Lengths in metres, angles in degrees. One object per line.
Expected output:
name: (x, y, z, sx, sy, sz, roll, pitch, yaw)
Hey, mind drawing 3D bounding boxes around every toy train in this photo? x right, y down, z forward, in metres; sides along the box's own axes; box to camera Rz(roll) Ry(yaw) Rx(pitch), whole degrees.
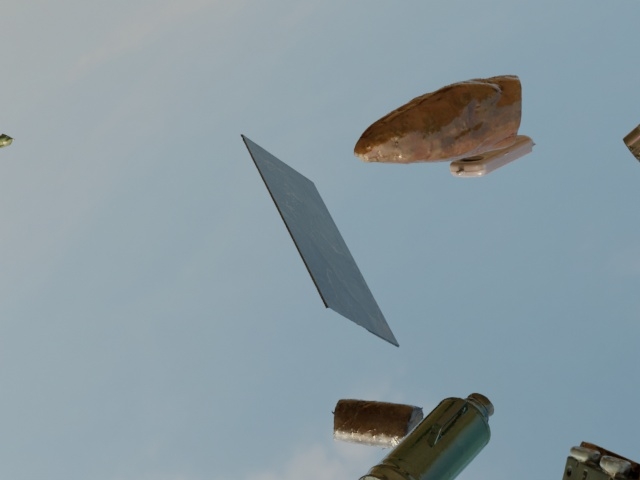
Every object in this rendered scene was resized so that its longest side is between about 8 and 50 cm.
toy train: (0.413, 0.340, 1.796, 0.219, 0.127, 0.089, -169, -88, -71)

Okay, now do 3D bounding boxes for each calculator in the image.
calculator: (0.319, -0.156, 2.441, 0.175, 0.032, 0.100, -26, -164, -30)

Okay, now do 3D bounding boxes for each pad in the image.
pad: (0.000, 0.000, 2.158, 0.007, 0.248, 0.367, -36, -122, 16)

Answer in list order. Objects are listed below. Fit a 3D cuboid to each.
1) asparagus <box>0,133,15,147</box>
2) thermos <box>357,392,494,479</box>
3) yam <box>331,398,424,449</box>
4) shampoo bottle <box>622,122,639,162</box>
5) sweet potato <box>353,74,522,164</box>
asparagus: (-0.480, -0.142, 1.827, 0.108, 0.025, 0.021, 6, -113, 9)
thermos: (0.117, 0.219, 1.374, 0.073, 0.083, 0.188, -3, -155, 44)
yam: (0.092, 0.296, 2.115, 0.141, 0.079, 0.079, 5, -138, 23)
shampoo bottle: (0.695, -0.237, 2.519, 0.227, 0.086, 0.056, -43, 161, 22)
sweet potato: (0.151, -0.138, 1.558, 0.252, 0.097, 0.097, -18, -167, -29)
